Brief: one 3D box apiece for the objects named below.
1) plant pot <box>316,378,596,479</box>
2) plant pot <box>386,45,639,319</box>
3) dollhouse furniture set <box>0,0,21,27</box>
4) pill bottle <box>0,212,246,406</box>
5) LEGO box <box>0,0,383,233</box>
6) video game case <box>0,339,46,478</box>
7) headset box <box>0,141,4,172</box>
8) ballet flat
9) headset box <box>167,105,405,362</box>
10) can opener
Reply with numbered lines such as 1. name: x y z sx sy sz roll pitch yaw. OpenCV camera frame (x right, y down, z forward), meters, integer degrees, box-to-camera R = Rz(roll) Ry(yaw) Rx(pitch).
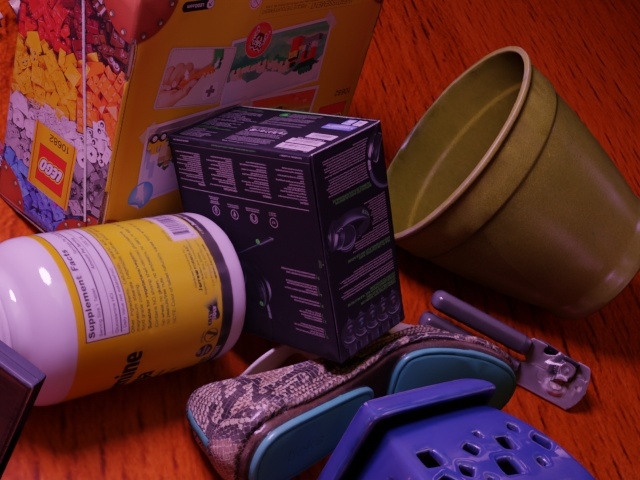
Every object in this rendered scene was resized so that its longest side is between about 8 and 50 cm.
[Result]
1. plant pot: 0.133 0.299 1.142 0.236 0.236 0.212 -7 45 -39
2. plant pot: 0.331 -0.058 1.611 0.353 0.366 0.366 35 36 -16
3. dollhouse furniture set: -0.466 -0.264 1.413 0.303 0.286 0.198 -34 93 -24
4. pill bottle: -0.265 0.079 1.132 0.334 0.188 0.188 -11 55 -41
5. LEGO box: -0.159 -0.229 1.377 0.193 0.372 0.500 35 35 25
6. video game case: -0.366 0.151 0.906 0.196 0.274 0.026 35 38 4
7. headset box: -0.454 -0.107 1.332 0.083 0.032 0.062 -6 51 -40
8. ballet flat: 0.042 0.179 1.283 0.483 0.164 0.182 -9 34 -39
9. headset box: -0.039 -0.006 1.238 0.246 0.283 0.131 12 30 41
10. can opener: 0.283 0.165 1.539 0.283 0.076 0.095 29 5 -4
